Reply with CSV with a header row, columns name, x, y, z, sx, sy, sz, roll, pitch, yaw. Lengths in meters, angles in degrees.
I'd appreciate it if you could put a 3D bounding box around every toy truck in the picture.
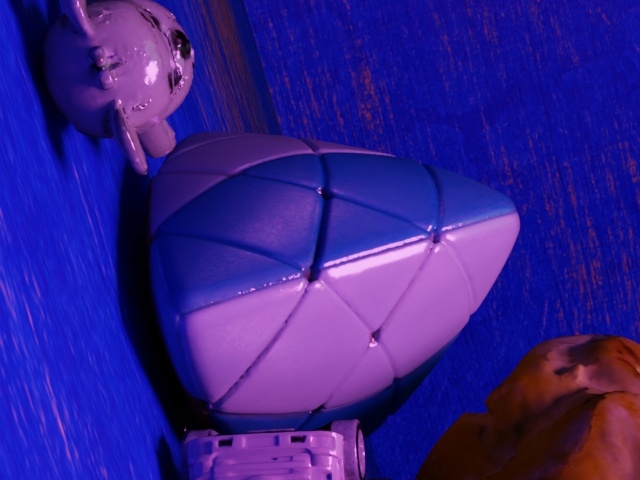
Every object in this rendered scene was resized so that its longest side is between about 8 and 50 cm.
name,x,y,z,sx,sy,sz,roll,pitch,yaw
toy truck,-0.011,0.192,0.980,0.253,0.114,0.124,69,18,-64

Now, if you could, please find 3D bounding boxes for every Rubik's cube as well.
name,x,y,z,sx,sy,sz,roll,pitch,yaw
Rubik's cube,0.000,0.000,1.041,0.254,0.254,0.254,-15,90,-87

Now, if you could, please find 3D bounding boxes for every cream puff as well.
name,x,y,z,sx,sy,sz,roll,pitch,yaw
cream puff,0.199,0.225,0.986,0.324,0.257,0.291,18,30,-44

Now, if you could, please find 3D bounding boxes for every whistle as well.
name,x,y,z,sx,sy,sz,roll,pitch,yaw
whistle,-0.105,-0.097,0.923,0.236,0.077,0.114,-98,166,-84
